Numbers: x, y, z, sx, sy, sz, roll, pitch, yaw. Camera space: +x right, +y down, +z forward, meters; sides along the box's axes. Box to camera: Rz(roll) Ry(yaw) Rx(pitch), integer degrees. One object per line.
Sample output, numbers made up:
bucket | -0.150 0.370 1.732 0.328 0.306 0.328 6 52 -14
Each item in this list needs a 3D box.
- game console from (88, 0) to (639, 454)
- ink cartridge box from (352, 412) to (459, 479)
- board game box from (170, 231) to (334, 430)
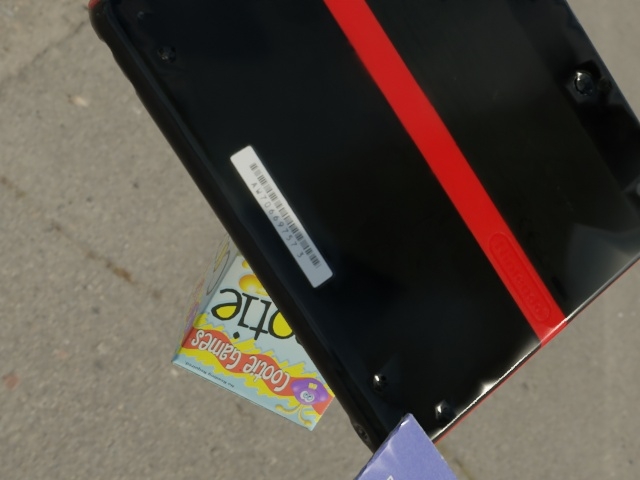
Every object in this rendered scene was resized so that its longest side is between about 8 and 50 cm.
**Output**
game console | 0.068 -0.085 0.800 0.342 0.060 0.386 -36 96 -23
ink cartridge box | 0.027 0.301 0.600 0.072 0.307 0.303 29 -21 50
board game box | 0.000 0.000 0.955 0.142 0.275 0.144 27 22 -11
